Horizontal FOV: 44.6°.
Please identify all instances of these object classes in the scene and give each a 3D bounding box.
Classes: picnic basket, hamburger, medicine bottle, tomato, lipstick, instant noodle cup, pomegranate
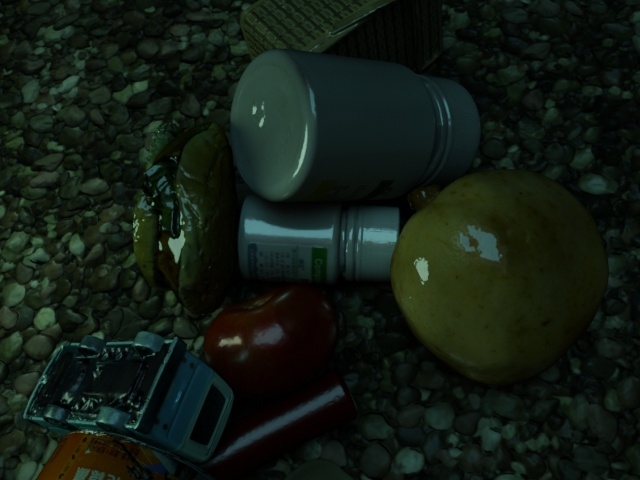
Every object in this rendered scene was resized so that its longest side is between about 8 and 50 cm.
[{"bbox_3d":[0.054,-0.340,1.307,0.313,0.228,0.175,-37,63,-12],"label":"picnic basket"},{"bbox_3d":[-0.185,-0.036,1.158,0.134,0.265,0.284,2,65,6],"label":"hamburger"},{"bbox_3d":[0.059,-0.162,1.151,0.340,0.208,0.208,-3,54,-38],"label":"medicine bottle"},{"bbox_3d":[-0.066,0.145,1.099,0.195,0.195,0.136,-22,96,-5],"label":"tomato"},{"bbox_3d":[-0.067,0.265,1.091,0.241,0.080,0.080,-25,62,-7],"label":"lipstick"},{"bbox_3d":[0.000,0.000,1.189,0.237,0.139,0.139,3,63,2],"label":"medicine bottle"},{"bbox_3d":[-0.258,0.375,0.955,0.296,0.296,0.214,11,57,13],"label":"instant noodle cup"},{"bbox_3d":[0.240,0.051,1.063,0.307,0.307,0.307,-3,62,6],"label":"pomegranate"}]

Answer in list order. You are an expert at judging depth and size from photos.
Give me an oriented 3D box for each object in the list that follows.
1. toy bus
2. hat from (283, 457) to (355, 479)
[{"bbox_3d":[-0.257,0.220,1.059,0.271,0.165,0.133,-8,50,40],"label":"toy bus"},{"bbox_3d":[-0.013,0.398,1.033,0.166,0.144,0.173,38,29,18],"label":"hat"}]
